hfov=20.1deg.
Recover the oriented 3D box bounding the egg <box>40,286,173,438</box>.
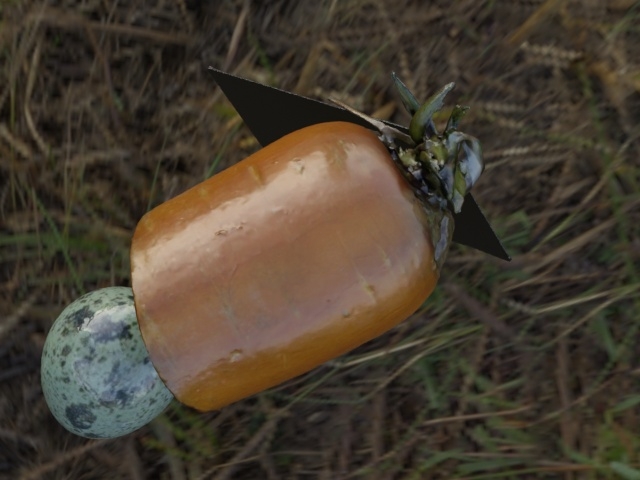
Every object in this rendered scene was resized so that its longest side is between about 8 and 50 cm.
[{"bbox_3d":[-0.199,0.119,1.699,0.132,0.172,0.132,20,41,-18],"label":"egg"}]

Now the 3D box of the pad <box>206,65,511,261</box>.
[{"bbox_3d":[0.036,-0.077,1.763,0.300,0.202,0.005,20,67,39],"label":"pad"}]

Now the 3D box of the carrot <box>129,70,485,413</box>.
[{"bbox_3d":[0.000,0.000,1.568,0.331,0.214,0.193,-28,105,3],"label":"carrot"}]
